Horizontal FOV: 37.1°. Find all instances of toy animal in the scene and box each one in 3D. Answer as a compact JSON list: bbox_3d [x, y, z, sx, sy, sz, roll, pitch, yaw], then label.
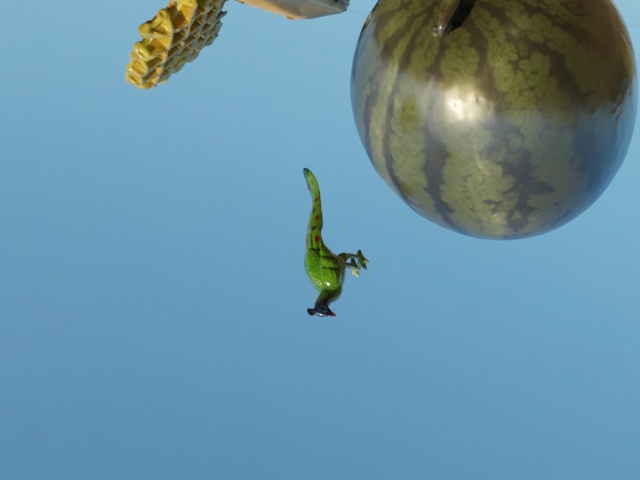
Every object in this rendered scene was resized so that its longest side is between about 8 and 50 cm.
[{"bbox_3d":[0.016,0.005,1.124,0.075,0.041,0.216,13,-129,-20],"label":"toy animal"}]

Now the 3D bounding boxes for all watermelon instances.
[{"bbox_3d":[0.171,-0.148,0.945,0.279,0.359,0.278,-9,-119,17],"label":"watermelon"}]

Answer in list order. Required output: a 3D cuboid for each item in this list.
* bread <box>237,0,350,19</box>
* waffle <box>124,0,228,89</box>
[{"bbox_3d":[-0.064,-0.410,1.434,0.136,0.106,0.241,-3,174,41],"label":"bread"},{"bbox_3d":[-0.244,-0.376,1.704,0.065,0.283,0.309,43,-164,-3],"label":"waffle"}]
